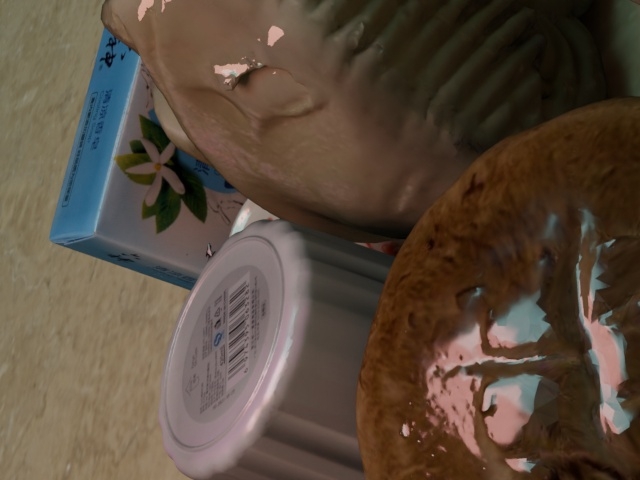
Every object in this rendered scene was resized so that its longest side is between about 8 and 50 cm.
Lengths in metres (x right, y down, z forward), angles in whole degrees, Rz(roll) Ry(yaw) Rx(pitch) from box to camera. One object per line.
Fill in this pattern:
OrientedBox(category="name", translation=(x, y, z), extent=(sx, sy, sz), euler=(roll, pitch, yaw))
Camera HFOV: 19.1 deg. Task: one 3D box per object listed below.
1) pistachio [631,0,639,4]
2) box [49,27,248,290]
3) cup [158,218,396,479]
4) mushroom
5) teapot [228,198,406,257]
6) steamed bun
OrientedBox(category="pistachio", translation=(0.239, -0.199, 0.951), extent=(0.166, 0.197, 0.288), euler=(-32, 8, -20))
OrientedBox(category="box", translation=(-0.100, -0.088, 1.429), extent=(0.083, 0.142, 0.232), euler=(-4, 69, 57))
OrientedBox(category="cup", translation=(0.014, 0.099, 1.076), extent=(0.221, 0.202, 0.167), euler=(-38, 39, 43))
OrientedBox(category="mushroom", translation=(0.144, 0.069, 0.900), extent=(0.278, 0.146, 0.278), euler=(-4, 80, 24))
OrientedBox(category="teapot", translation=(0.000, 0.000, 1.271), extent=(0.159, 0.116, 0.245), euler=(127, 154, -51))
OrientedBox(category="steamed bun", translation=(0.000, -0.134, 1.126), extent=(0.219, 0.324, 0.310), euler=(-39, 33, 42))
